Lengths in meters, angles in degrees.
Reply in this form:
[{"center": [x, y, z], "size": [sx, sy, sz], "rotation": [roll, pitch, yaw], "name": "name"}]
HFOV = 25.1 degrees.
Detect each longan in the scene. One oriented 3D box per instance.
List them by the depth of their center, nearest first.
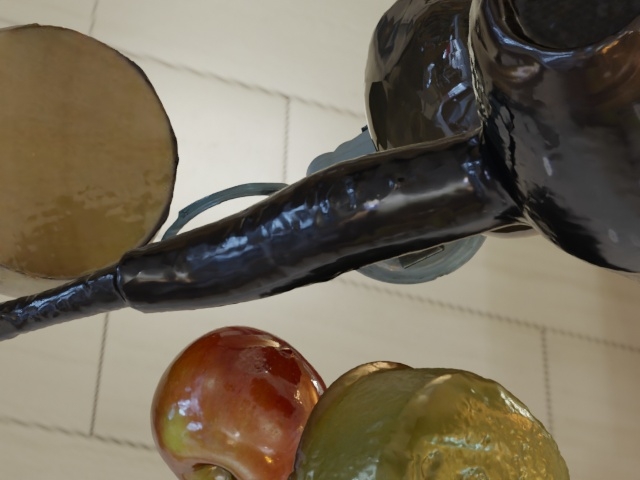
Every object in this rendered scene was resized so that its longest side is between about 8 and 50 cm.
[{"center": [0.123, -0.092, 0.969], "size": [0.198, 0.212, 0.198], "rotation": [-5, 97, -39], "name": "longan"}]

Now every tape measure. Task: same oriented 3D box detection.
[{"center": [-0.001, 0.000, 1.224], "size": [0.164, 0.330, 0.084], "rotation": [54, 19, -23], "name": "tape measure"}]

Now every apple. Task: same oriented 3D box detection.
[{"center": [-0.063, 0.150, 1.223], "size": [0.163, 0.163, 0.139], "rotation": [30, 52, -2], "name": "apple"}]

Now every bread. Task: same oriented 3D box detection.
[{"center": [0.048, 0.121, 0.703], "size": [0.156, 0.086, 0.125], "rotation": [-37, 109, -41], "name": "bread"}]

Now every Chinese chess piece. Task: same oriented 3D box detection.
[{"center": [-0.259, -0.072, 1.333], "size": [0.257, 0.104, 0.257], "rotation": [6, 77, -28], "name": "Chinese chess piece"}]

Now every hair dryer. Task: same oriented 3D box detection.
[{"center": [0.026, 0.003, 0.580], "size": [0.360, 0.304, 0.120], "rotation": [-15, 66, 17], "name": "hair dryer"}]
